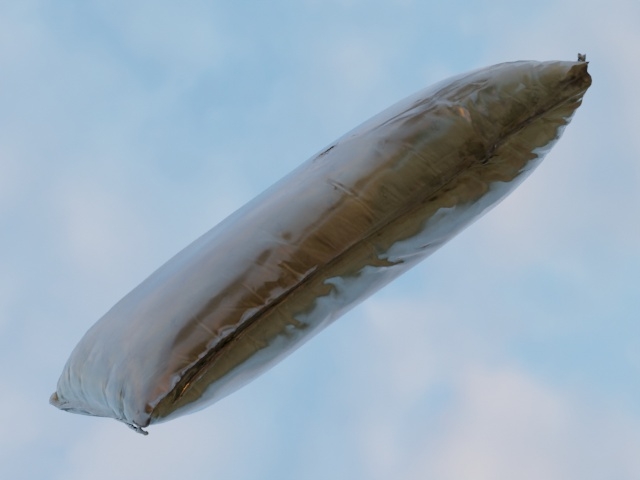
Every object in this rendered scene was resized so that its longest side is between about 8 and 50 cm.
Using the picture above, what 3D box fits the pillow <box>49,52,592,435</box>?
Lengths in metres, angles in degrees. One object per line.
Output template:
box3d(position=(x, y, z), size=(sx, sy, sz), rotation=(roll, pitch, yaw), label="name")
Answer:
box3d(position=(0.000, 0.000, 0.985), size=(0.302, 0.185, 0.075), rotation=(-37, -80, -18), label="pillow")
